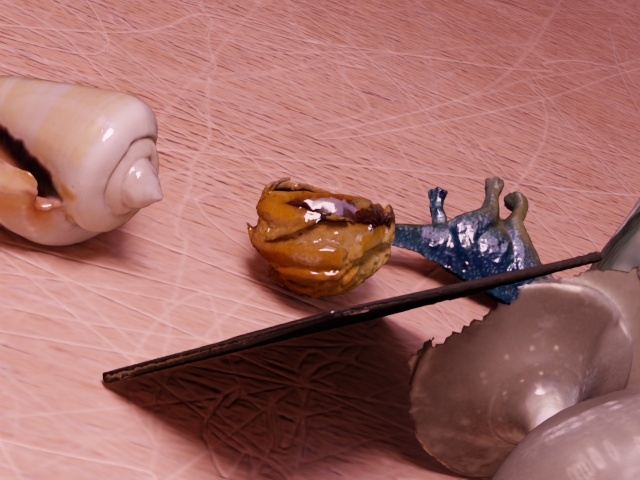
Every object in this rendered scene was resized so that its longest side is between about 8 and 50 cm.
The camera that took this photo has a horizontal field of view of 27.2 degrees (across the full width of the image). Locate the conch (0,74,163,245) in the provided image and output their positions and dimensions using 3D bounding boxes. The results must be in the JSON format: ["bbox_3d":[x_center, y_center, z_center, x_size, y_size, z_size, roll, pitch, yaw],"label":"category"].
[{"bbox_3d":[-0.233,-0.066,1.121,0.255,0.127,0.158,20,56,37],"label":"conch"}]

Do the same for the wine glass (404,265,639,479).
[{"bbox_3d":[0.201,0.183,0.900,0.238,0.238,0.323,11,28,-24],"label":"wine glass"}]

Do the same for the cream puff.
[{"bbox_3d":[0.000,0.000,1.176,0.133,0.104,0.119,11,-2,-37],"label":"cream puff"}]

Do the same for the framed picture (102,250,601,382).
[{"bbox_3d":[0.031,0.057,1.012,0.324,0.244,0.013,-10,84,-47],"label":"framed picture"}]

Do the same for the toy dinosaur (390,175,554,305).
[{"bbox_3d":[0.173,0.019,1.313,0.363,0.076,0.147,25,46,-8],"label":"toy dinosaur"}]

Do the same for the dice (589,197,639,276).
[{"bbox_3d":[0.431,0.041,1.155,0.330,0.348,0.328,36,34,8],"label":"dice"}]
